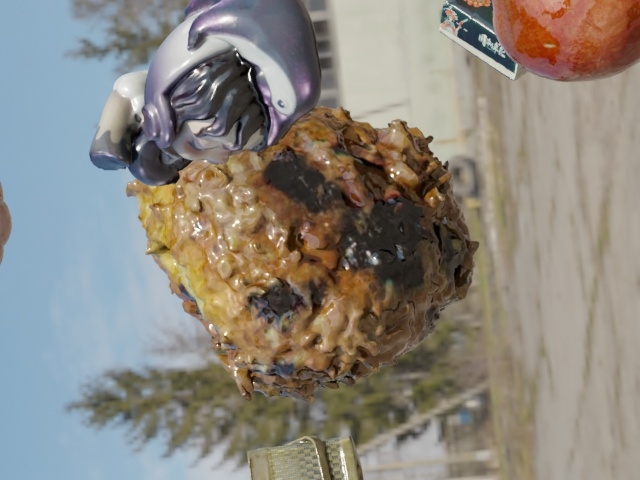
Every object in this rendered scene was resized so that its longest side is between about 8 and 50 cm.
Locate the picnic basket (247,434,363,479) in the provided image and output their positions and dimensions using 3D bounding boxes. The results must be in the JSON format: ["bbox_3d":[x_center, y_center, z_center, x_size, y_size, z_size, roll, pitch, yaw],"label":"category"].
[{"bbox_3d":[-0.006,0.370,1.824,0.266,0.139,0.165,73,-173,-71],"label":"picnic basket"}]

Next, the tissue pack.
[{"bbox_3d":[0.296,-0.354,2.245,0.170,0.103,0.090,39,143,24],"label":"tissue pack"}]

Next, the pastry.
[{"bbox_3d":[-0.007,0.013,1.517,0.292,0.405,0.337,-35,57,51],"label":"pastry"}]

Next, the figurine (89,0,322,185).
[{"bbox_3d":[-0.085,-0.132,1.102,0.145,0.222,0.145,21,-120,-41],"label":"figurine"}]

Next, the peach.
[{"bbox_3d":[0.337,-0.302,1.608,0.232,0.257,0.232,3,-90,-78],"label":"peach"}]

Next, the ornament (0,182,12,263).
[{"bbox_3d":[-0.418,-0.020,1.438,0.177,0.177,0.177,-6,-90,-85],"label":"ornament"}]
